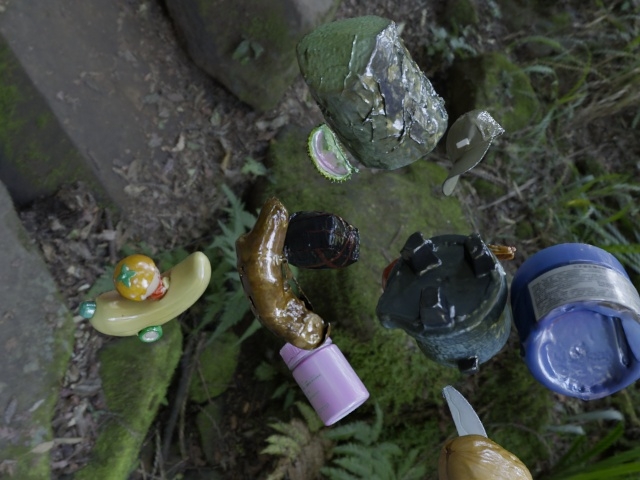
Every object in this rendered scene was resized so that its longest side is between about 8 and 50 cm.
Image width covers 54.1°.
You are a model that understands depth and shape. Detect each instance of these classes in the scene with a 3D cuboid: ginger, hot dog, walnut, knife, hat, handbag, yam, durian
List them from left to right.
[{"bbox_3d":[-0.085,0.080,1.189,0.107,0.133,0.309,-77,148,-60],"label":"ginger"},{"bbox_3d":[0.000,0.000,1.615,0.215,0.170,0.155,24,68,-66],"label":"handbag"},{"bbox_3d":[0.027,-0.283,2.143,0.220,0.137,0.095,55,-8,5],"label":"durian"},{"bbox_3d":[0.091,-0.264,1.113,0.271,0.203,0.201,55,38,-42],"label":"yam"},{"bbox_3d":[0.315,-0.208,1.452,0.173,0.166,0.144,-26,74,-32],"label":"hat"},{"bbox_3d":[0.393,0.533,1.601,0.043,0.081,0.335,20,53,-70],"label":"knife"},{"bbox_3d":[0.296,0.427,1.115,0.180,0.144,0.144,44,35,-10],"label":"walnut"},{"bbox_3d":[0.568,0.038,2.052,0.062,0.144,0.038,54,46,-38],"label":"hot dog"}]

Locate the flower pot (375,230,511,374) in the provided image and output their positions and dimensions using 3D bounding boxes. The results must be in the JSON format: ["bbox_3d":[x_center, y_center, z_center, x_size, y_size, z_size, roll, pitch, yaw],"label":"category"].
[{"bbox_3d":[0.278,0.137,1.427,0.282,0.299,0.299,61,25,-45],"label":"flower pot"}]

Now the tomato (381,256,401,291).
[{"bbox_3d":[0.254,0.116,1.708,0.151,0.187,0.187,56,29,13],"label":"tomato"}]

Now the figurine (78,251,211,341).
[{"bbox_3d":[-0.414,0.117,1.502,0.222,0.325,0.124,49,14,-47],"label":"figurine"}]

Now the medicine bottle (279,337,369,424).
[{"bbox_3d":[0.010,0.442,2.067,0.290,0.178,0.178,53,28,19],"label":"medicine bottle"}]

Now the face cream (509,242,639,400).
[{"bbox_3d":[0.521,0.162,1.273,0.249,0.249,0.225,53,25,-17],"label":"face cream"}]
